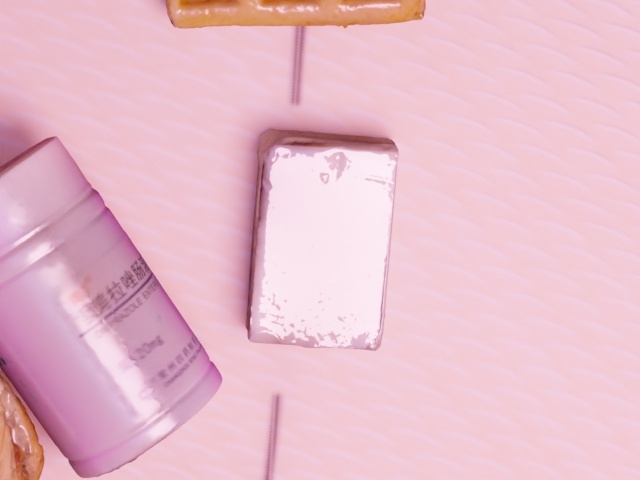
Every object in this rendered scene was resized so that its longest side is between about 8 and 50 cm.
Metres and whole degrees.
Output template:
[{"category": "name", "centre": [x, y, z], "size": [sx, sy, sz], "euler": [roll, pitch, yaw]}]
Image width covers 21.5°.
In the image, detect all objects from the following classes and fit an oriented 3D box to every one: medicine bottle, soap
[{"category": "medicine bottle", "centre": [-0.212, 0.055, 1.415], "size": [0.152, 0.152, 0.254], "euler": [-32, 100, 3]}, {"category": "soap", "centre": [0.000, 0.000, 1.461], "size": [0.121, 0.064, 0.183], "euler": [4, 100, -4]}]

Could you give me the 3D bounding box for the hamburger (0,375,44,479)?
[{"category": "hamburger", "centre": [-0.367, 0.172, 1.402], "size": [0.283, 0.144, 0.259], "euler": [41, 118, -9]}]

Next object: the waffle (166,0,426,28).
[{"category": "waffle", "centre": [-0.022, -0.287, 1.369], "size": [0.221, 0.055, 0.248], "euler": [-2, 126, -1]}]
